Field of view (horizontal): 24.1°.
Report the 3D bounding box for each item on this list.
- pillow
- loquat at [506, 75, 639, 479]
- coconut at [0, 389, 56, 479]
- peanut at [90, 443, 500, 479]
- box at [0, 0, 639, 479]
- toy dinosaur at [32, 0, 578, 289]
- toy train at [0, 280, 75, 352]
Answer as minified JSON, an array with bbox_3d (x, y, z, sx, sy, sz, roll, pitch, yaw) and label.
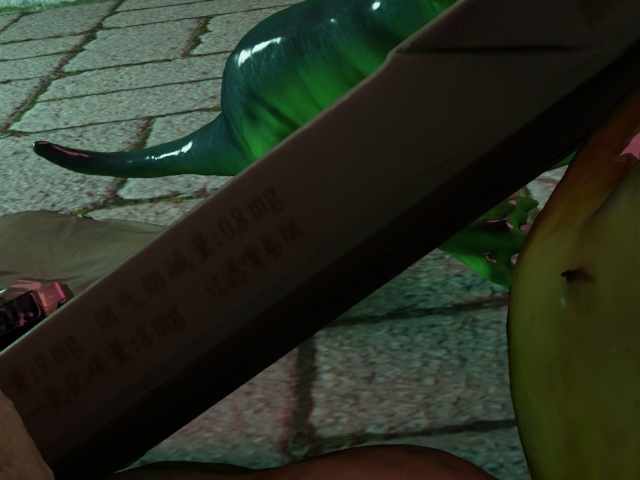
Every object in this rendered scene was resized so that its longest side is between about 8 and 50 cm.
[{"bbox_3d":[-0.146,0.016,0.994,0.229,0.050,0.148,0,24,24],"label":"pillow"},{"bbox_3d":[0.203,0.031,0.436,0.274,0.275,0.275,-7,17,2],"label":"loquat"},{"bbox_3d":[-0.216,0.097,0.446,0.239,0.239,0.244,-22,30,-39],"label":"coconut"},{"bbox_3d":[-0.027,0.122,0.537,0.227,0.086,0.104,-4,21,18],"label":"peanut"},{"bbox_3d":[0.000,-0.001,0.600,0.365,0.051,0.204,-36,-8,19],"label":"box"},{"bbox_3d":[-0.049,-0.088,0.847,0.499,0.144,0.374,1,-18,25],"label":"toy dinosaur"},{"bbox_3d":[-0.170,0.071,0.732,0.138,0.050,0.087,-30,-9,-3],"label":"toy train"}]
